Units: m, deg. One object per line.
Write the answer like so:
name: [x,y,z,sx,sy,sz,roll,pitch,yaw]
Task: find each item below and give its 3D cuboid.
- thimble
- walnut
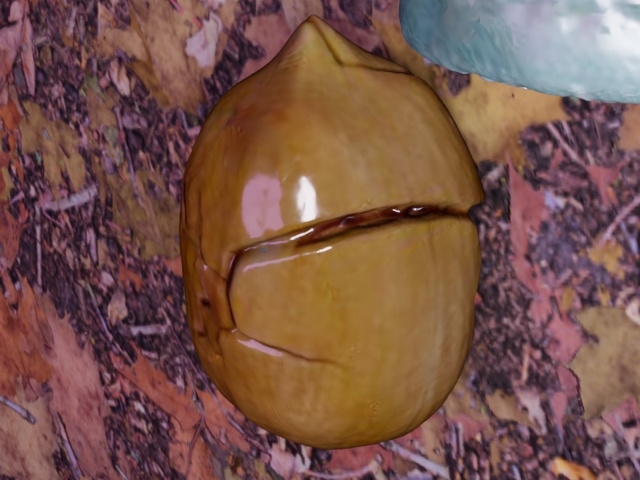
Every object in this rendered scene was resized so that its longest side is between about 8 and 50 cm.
thimble: [0.154,-0.155,0.800,0.235,0.198,0.143,11,115,18]
walnut: [0.000,0.000,1.056,0.203,0.203,0.298,22,130,44]
